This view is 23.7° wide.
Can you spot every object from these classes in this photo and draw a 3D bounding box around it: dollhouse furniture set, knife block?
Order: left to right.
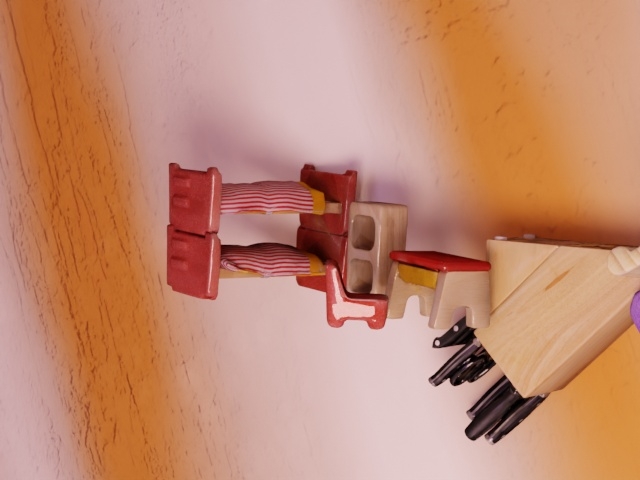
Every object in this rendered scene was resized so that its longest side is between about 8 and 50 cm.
[{"bbox_3d":[0.000,0.000,1.706,0.374,0.201,0.152,11,100,56],"label":"dollhouse furniture set"},{"bbox_3d":[0.251,0.118,1.651,0.275,0.088,0.242,5,96,37],"label":"knife block"}]

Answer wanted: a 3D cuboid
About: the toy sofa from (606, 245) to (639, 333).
[{"bbox_3d":[0.384,0.164,1.387,0.177,0.150,0.363,-34,65,33],"label":"toy sofa"}]
